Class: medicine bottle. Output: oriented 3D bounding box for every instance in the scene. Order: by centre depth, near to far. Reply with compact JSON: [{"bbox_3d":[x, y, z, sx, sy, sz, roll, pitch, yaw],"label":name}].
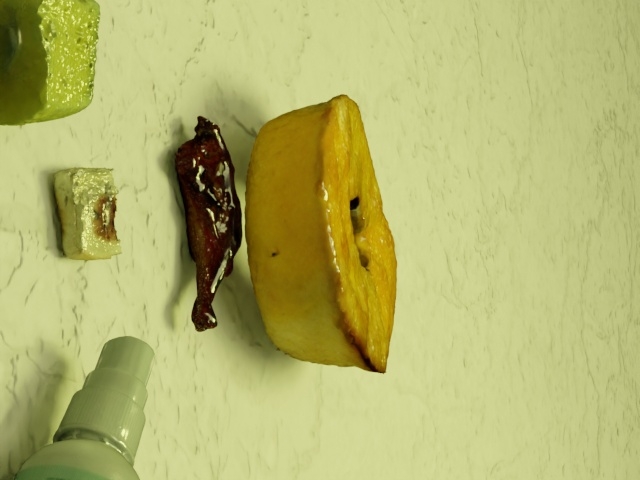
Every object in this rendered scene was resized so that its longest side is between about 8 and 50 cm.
[{"bbox_3d":[-0.197,0.226,1.322,0.110,0.110,0.352,58,34,-41],"label":"medicine bottle"}]

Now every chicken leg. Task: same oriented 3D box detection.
[{"bbox_3d":[-0.111,-0.017,1.649,0.089,0.048,0.219,13,71,-60],"label":"chicken leg"}]

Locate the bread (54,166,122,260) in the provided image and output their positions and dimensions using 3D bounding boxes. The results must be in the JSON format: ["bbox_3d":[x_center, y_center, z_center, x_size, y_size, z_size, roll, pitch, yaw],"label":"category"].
[{"bbox_3d":[-0.203,-0.024,1.470,0.070,0.035,0.083,0,86,-64],"label":"bread"}]

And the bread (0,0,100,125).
[{"bbox_3d":[-0.240,-0.156,1.342,0.114,0.111,0.129,-4,105,-69],"label":"bread"}]

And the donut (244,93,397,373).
[{"bbox_3d":[0.000,0.000,1.766,0.303,0.110,0.303,-6,90,-76],"label":"donut"}]
